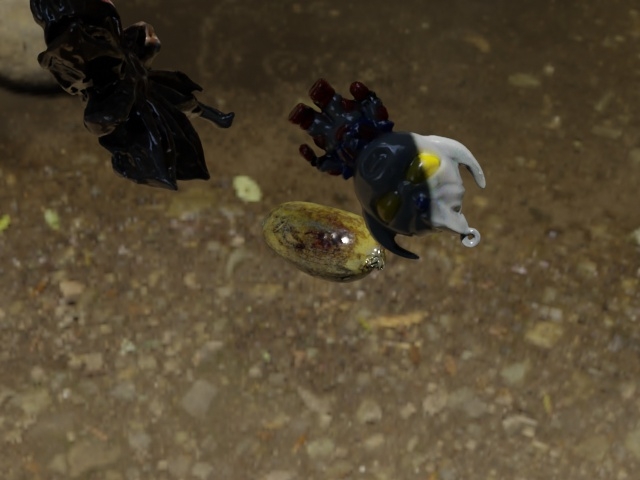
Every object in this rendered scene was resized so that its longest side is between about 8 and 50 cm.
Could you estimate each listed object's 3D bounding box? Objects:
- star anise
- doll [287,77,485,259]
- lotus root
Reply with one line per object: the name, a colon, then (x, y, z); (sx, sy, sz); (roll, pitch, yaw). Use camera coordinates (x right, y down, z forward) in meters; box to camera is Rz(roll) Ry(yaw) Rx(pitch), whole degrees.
star anise: (-0.159, -0.126, 1.014); (0.081, 0.262, 0.230); (-35, 69, 11)
doll: (0.061, -0.058, 1.036); (0.194, 0.062, 0.104); (39, 81, -12)
lotus root: (0.000, 0.000, 1.479); (0.179, 0.080, 0.089); (18, 68, 30)
